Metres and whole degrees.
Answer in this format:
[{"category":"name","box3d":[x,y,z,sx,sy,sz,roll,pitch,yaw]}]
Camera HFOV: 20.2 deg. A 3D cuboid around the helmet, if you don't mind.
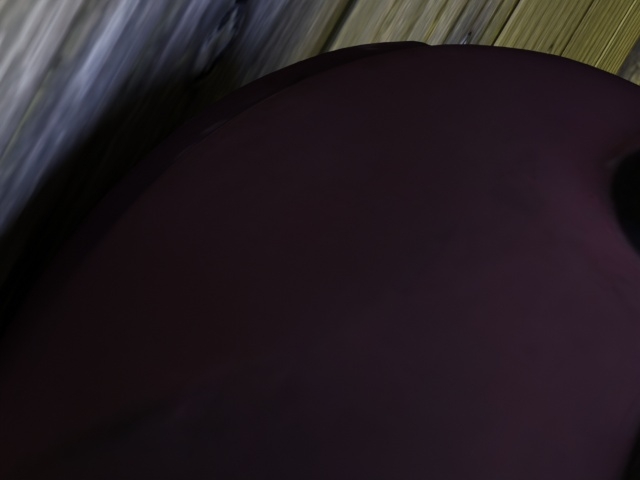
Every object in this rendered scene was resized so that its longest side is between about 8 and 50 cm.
[{"category":"helmet","box3d":[0.006,0.054,0.548,0.338,0.197,0.271,-58,-179,-33]}]
